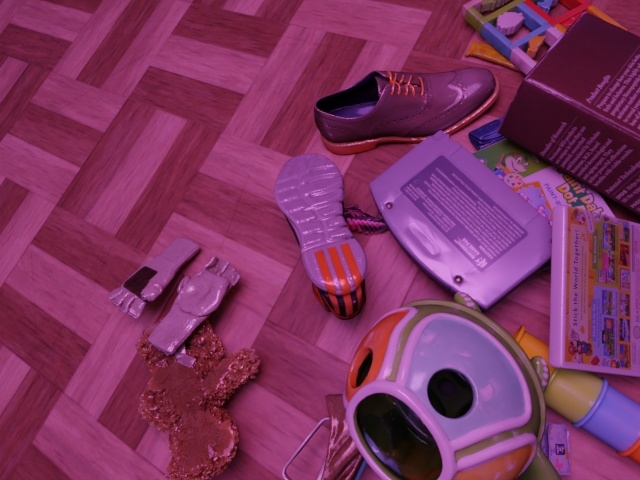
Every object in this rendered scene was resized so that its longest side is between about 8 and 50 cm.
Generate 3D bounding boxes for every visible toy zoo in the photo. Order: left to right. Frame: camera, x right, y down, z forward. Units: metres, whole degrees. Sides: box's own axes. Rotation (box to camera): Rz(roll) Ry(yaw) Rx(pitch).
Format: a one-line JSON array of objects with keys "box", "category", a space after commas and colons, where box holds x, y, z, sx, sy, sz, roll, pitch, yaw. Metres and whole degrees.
[{"box": [0.448, -0.418, 0.875, 0.193, 0.030, 0.293, -30, 65, -4], "category": "toy zoo"}]

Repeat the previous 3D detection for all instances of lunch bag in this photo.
[{"box": [0.320, 0.300, 0.649, 0.084, 0.053, 0.071, 6, 73, 9], "category": "lunch bag"}]

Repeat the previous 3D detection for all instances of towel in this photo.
[{"box": [0.343, -0.212, 0.831, 0.120, 0.029, 0.067, -24, 29, 8], "category": "towel"}]

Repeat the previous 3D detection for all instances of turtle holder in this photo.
[{"box": [0.163, 0.242, 0.584, 0.244, 0.228, 0.320, -24, 83, 36], "category": "turtle holder"}]

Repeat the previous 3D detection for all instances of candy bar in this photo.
[{"box": [0.373, -0.369, 0.899, 0.162, 0.018, 0.040, 32, 81, 24], "category": "candy bar"}]

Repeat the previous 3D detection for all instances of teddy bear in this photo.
[{"box": [-0.230, 0.262, 0.812, 0.245, 0.113, 0.338, -44, 57, -10], "category": "teddy bear"}]

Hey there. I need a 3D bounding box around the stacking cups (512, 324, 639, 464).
[{"box": [0.410, 0.241, 0.620, 0.316, 0.096, 0.096, 30, 81, 23], "category": "stacking cups"}]

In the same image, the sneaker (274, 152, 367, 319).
[{"box": [0.000, 0.000, 0.794, 0.125, 0.180, 0.320, -11, 54, -1], "category": "sneaker"}]

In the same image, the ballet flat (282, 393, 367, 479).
[{"box": [-0.008, 0.395, 0.671, 0.124, 0.116, 0.342, 19, 74, 10], "category": "ballet flat"}]

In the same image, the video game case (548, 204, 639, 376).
[{"box": [0.421, 0.077, 0.641, 0.207, 0.026, 0.226, 11, 79, -17], "category": "video game case"}]

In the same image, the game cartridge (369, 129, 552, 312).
[{"box": [0.226, -0.035, 0.744, 0.196, 0.060, 0.294, -37, 64, -3], "category": "game cartridge"}]

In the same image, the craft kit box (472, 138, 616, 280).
[{"box": [0.339, -0.055, 0.775, 0.247, 0.061, 0.249, -23, 66, 5], "category": "craft kit box"}]

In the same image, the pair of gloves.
[{"box": [-0.285, 0.090, 0.860, 0.240, 0.042, 0.204, 26, 63, 37], "category": "pair of gloves"}]

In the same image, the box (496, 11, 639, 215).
[{"box": [0.499, -0.164, 0.674, 0.381, 0.143, 0.191, 39, 71, 16], "category": "box"}]

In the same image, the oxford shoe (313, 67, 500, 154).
[{"box": [0.164, -0.268, 0.861, 0.364, 0.132, 0.129, -15, 66, 11], "category": "oxford shoe"}]

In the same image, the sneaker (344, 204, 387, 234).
[{"box": [0.074, -0.046, 0.859, 0.120, 0.047, 0.057, 8, 62, 18], "category": "sneaker"}]
